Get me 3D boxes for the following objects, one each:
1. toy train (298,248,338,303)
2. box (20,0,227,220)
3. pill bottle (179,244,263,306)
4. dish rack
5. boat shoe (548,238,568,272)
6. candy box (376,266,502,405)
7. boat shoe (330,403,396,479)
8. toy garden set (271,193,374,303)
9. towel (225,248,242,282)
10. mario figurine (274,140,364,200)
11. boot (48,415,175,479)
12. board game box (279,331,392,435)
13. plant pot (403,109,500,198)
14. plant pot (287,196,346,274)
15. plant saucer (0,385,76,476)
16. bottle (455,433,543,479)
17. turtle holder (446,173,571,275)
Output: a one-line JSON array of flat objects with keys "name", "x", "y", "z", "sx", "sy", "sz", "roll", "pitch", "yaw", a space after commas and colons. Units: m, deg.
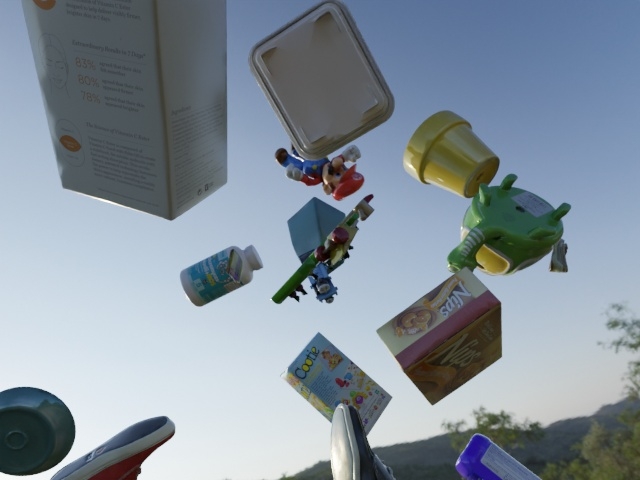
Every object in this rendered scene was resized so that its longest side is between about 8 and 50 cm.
[{"name": "toy train", "x": -0.007, "y": 0.118, "z": 1.376, "sx": 0.080, "sy": 0.184, "sz": 0.105, "roll": -27, "pitch": -43, "yaw": 0}, {"name": "box", "x": -0.274, "y": -0.237, "z": 0.645, "sx": 0.215, "sy": 0.168, "sz": 0.345, "roll": 16, "pitch": -57, "yaw": 13}, {"name": "pill bottle", "x": -0.334, "y": 0.111, "z": 1.477, "sx": 0.264, "sy": 0.146, "sz": 0.146, "roll": -27, "pitch": -30, "yaw": -2}, {"name": "dish rack", "x": 0.000, "y": -0.394, "z": 1.058, "sx": 0.286, "sy": 0.332, "sz": 0.072, "roll": -29, "pitch": 9, "yaw": 10}, {"name": "boat shoe", "x": 0.706, "y": 0.044, "z": 1.260, "sx": 0.153, "sy": 0.048, "sz": 0.056, "roll": -44, "pitch": -42, "yaw": -46}, {"name": "candy box", "x": 0.232, "y": 0.192, "z": 0.785, "sx": 0.183, "sy": 0.087, "sz": 0.316, "roll": -36, "pitch": -37, "yaw": 0}, {"name": "boat shoe", "x": 0.070, "y": 0.357, "z": 0.629, "sx": 0.079, "sy": 0.233, "sz": 0.084, "roll": 4, "pitch": -43, "yaw": -26}, {"name": "toy garden set", "x": 0.033, "y": 0.007, "z": 0.791, "sx": 0.204, "sy": 0.049, "sz": 0.244, "roll": -48, "pitch": 0, "yaw": 44}, {"name": "towel", "x": -0.193, "y": 0.058, "z": 0.967, "sx": 0.010, "sy": 0.060, "sz": 0.083, "roll": 4, "pitch": -21, "yaw": 8}, {"name": "mario figurine", "x": 0.006, "y": -0.258, "z": 1.403, "sx": 0.197, "sy": 0.321, "sz": 0.170, "roll": -62, "pitch": -25, "yaw": 6}, {"name": "boot", "x": -0.386, "y": 0.486, "z": 0.872, "sx": 0.245, "sy": 0.176, "sz": 0.088, "roll": -28, "pitch": 10, "yaw": -16}, {"name": "board game box", "x": 0.039, "y": 0.419, "z": 1.231, "sx": 0.144, "sy": 0.275, "sz": 0.142, "roll": -46, "pitch": -7, "yaw": -28}, {"name": "plant pot", "x": 0.451, "y": -0.270, "z": 1.442, "sx": 0.254, "sy": 0.239, "sz": 0.253, "roll": -28, "pitch": -35, "yaw": -22}, {"name": "plant pot", "x": 0.000, "y": 0.000, "z": 1.568, "sx": 0.166, "sy": 0.234, "sz": 0.166, "roll": 26, "pitch": -52, "yaw": -35}, {"name": "plant saucer", "x": -0.368, "y": 0.240, "z": 0.526, "sx": 0.120, "sy": 0.119, "sz": 0.021, "roll": -19, "pitch": 10, "yaw": -6}, {"name": "bottle", "x": 0.405, "y": 0.502, "z": 0.828, "sx": 0.092, "sy": 0.283, "sz": 0.118, "roll": -48, "pitch": -32, "yaw": -17}, {"name": "turtle holder", "x": 0.491, "y": -0.005, "z": 1.144, "sx": 0.320, "sy": 0.244, "sz": 0.227, "roll": -54, "pitch": -16, "yaw": -46}]
